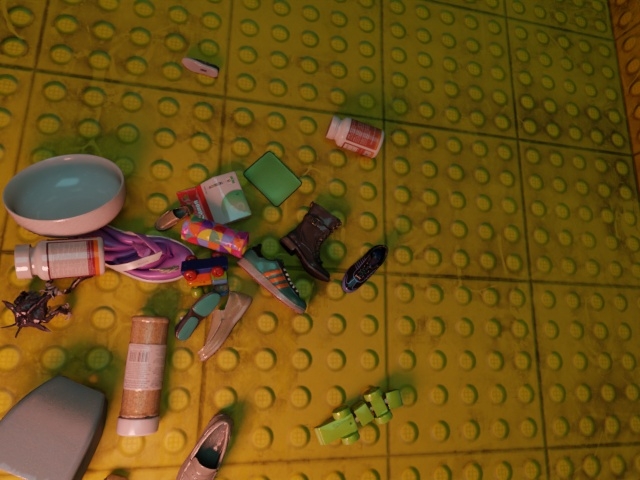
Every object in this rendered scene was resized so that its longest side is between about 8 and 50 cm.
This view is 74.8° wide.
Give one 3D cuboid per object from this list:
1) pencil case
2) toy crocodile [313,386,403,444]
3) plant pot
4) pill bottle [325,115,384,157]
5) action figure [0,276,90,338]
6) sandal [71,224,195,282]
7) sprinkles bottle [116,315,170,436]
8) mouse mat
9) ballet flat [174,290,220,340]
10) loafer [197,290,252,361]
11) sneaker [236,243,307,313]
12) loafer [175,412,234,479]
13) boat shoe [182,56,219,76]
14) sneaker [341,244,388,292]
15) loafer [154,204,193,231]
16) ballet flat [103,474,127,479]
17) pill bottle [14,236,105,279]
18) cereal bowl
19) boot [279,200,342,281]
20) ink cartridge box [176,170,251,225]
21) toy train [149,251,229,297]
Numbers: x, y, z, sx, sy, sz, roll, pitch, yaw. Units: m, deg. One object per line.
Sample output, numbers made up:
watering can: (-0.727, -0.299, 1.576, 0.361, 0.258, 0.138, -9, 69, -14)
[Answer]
pencil case: (-0.365, -0.020, 1.457, 0.237, 0.104, 0.104, 20, 74, 1)
toy crocodile: (0.139, 0.612, 1.475, 0.341, 0.105, 0.115, -25, 85, -13)
plant pot: (-0.751, 0.537, 1.195, 0.248, 0.247, 0.252, 27, 56, -7)
pill bottle: (0.136, -0.422, 1.685, 0.216, 0.121, 0.121, 18, 74, -10)
action figure: (-0.845, 0.185, 1.300, 0.164, 0.141, 0.275, 37, 56, -6)
sandal: (-0.636, 0.037, 1.400, 0.417, 0.102, 0.169, 15, 75, -11)
sprinkles bottle: (-0.556, 0.419, 1.325, 0.121, 0.121, 0.354, 5, 76, -13)
mouse mat: (-0.184, -0.240, 1.625, 0.189, 0.007, 0.152, 46, 72, -2)
ballet flat: (-0.422, 0.245, 1.420, 0.074, 0.074, 0.203, 39, 83, -3)
loafer: (-0.339, 0.284, 1.427, 0.092, 0.102, 0.268, 35, 63, -3)
sneaker: (-0.150, 0.133, 1.497, 0.302, 0.108, 0.121, 42, 76, -1)
loafer: (-0.373, 0.704, 1.312, 0.112, 0.111, 0.319, 25, 73, -7)
boat shoe: (-0.465, -0.682, 1.636, 0.142, 0.049, 0.040, 18, 55, -11)
sneaker: (0.170, 0.101, 1.593, 0.081, 0.090, 0.232, 42, 71, -2)
loafer: (-0.521, -0.085, 1.479, 0.148, 0.050, 0.056, -35, 87, -10)
ballet flat: (-0.629, 0.826, 1.243, 0.073, 0.080, 0.232, 14, 76, -26)
pill bottle: (-0.769, 0.054, 1.249, 0.221, 0.121, 0.121, -5, 79, -29)
cereal bowl: (-0.796, -0.126, 1.344, 0.340, 0.141, 0.338, 3, 45, -3)
boot: (0.000, 0.000, 1.574, 0.263, 0.091, 0.229, 45, 72, 1)
ink cartridge box: (-0.388, -0.136, 1.528, 0.225, 0.056, 0.180, -20, 83, -19)
toy train: (-0.435, 0.134, 1.422, 0.248, 0.105, 0.143, -7, 123, -10)
